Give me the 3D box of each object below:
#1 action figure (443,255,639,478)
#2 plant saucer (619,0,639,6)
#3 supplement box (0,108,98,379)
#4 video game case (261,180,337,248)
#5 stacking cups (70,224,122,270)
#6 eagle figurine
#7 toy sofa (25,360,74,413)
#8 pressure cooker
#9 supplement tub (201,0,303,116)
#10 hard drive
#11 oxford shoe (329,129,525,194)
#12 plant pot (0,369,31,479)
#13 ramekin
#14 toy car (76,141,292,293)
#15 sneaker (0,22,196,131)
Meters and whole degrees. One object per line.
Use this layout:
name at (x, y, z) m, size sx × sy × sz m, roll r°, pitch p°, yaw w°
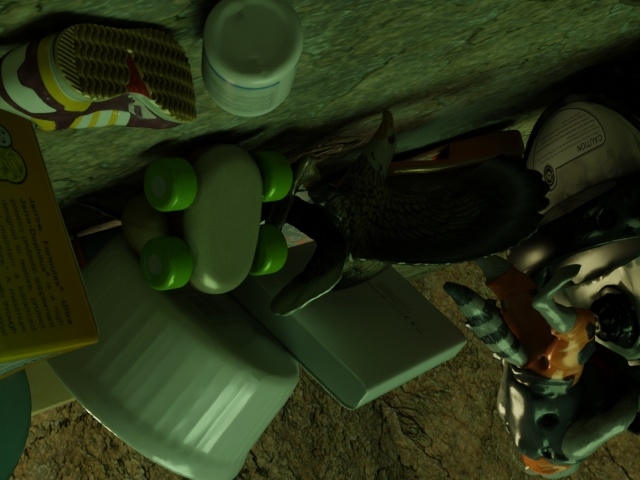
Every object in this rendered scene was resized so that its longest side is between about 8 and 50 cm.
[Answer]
action figure at (0.229, 0.136, 1.909) m, size 0.178 × 0.330 × 0.341 m, roll -32°, pitch -150°, yaw -24°
plant saucer at (0.377, -0.270, 1.388) m, size 0.278 × 0.041 × 0.278 m, roll -19°, pitch 174°, yaw -2°
supplement box at (-0.352, 0.025, 1.077) m, size 0.194 × 0.195 × 0.356 m, roll -23°, pitch 172°, yaw 32°
video game case at (0.000, 0.000, 2.067) m, size 0.201 × 0.023 × 0.183 m, roll 24°, pitch 137°, yaw -32°
stacking cups at (-0.236, 0.018, 1.857) m, size 0.316 × 0.096 × 0.096 m, roll -14°, pitch 172°, yaw -14°
eagle figurine at (0.070, -0.026, 1.766) m, size 0.298 × 0.226 × 0.225 m, roll 17°, pitch 118°, yaw -31°
toy sofa at (-0.376, 0.156, 2.280) m, size 0.362 × 0.150 × 0.177 m, roll -20°, pitch 178°, yaw 13°
pressure cooker at (0.441, -0.034, 1.988) m, size 0.420 × 0.375 × 0.370 m, roll -13°, pitch 128°, yaw -25°
supplement tub at (-0.050, -0.132, 1.175) m, size 0.071 × 0.071 × 0.107 m, roll -18°, pitch 173°, yaw -8°
hard drive at (0.035, 0.083, 1.875) m, size 0.040 × 0.203 × 0.307 m, roll -53°, pitch 165°, yaw 22°
oxford shoe at (0.107, -0.035, 2.126) m, size 0.364 × 0.133 × 0.130 m, roll -17°, pitch 175°, yaw -6°
plant pot at (-0.467, 0.202, 1.888) m, size 0.293 × 0.293 × 0.235 m, roll -21°, pitch -174°, yaw 19°
ramekin at (-0.153, 0.113, 1.735) m, size 0.135 × 0.277 × 0.277 m, roll -49°, pitch 166°, yaw 12°
toy car at (-0.149, -0.034, 1.646) m, size 0.188 × 0.149 × 0.155 m, roll 14°, pitch -165°, yaw 43°
sneaker at (-0.156, -0.109, 1.131) m, size 0.084 × 0.069 × 0.185 m, roll -12°, pitch 171°, yaw 25°
